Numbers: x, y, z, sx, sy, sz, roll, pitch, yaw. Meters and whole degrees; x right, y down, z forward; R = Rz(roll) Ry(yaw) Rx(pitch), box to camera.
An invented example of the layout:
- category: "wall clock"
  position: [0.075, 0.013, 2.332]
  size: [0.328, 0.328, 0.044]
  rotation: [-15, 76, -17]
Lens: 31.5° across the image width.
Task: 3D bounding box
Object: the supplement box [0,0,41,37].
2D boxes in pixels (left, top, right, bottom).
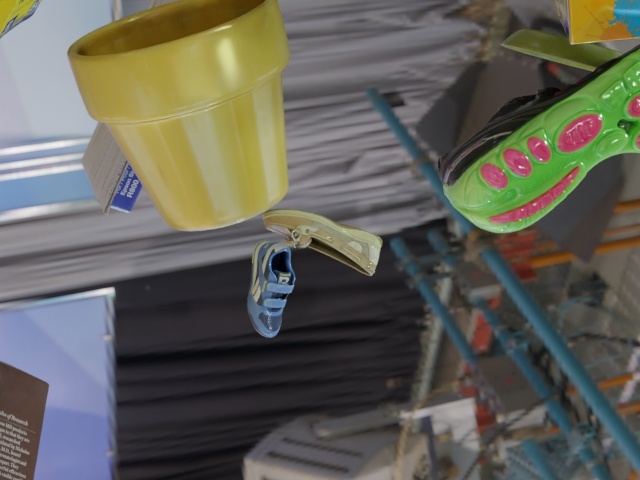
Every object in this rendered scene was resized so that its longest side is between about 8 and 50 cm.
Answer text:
- category: "supplement box"
  position: [-0.552, -0.565, 2.029]
  size: [0.356, 0.195, 0.194]
  rotation: [-50, -170, 29]

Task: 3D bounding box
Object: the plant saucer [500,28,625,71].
- category: "plant saucer"
  position: [0.414, -0.305, 1.847]
  size: [0.241, 0.241, 0.037]
  rotation: [-144, -114, -64]

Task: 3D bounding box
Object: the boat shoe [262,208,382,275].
- category: "boat shoe"
  position: [0.000, 0.001, 1.393]
  size: [0.056, 0.153, 0.048]
  rotation: [147, -41, -69]

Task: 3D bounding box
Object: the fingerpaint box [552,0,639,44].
- category: "fingerpaint box"
  position: [0.494, -0.398, 1.516]
  size: [0.445, 0.371, 0.163]
  rotation: [-71, 155, -68]

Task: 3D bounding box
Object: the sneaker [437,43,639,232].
- category: "sneaker"
  position: [0.382, -0.187, 1.718]
  size: [0.202, 0.482, 0.185]
  rotation: [37, -31, 56]

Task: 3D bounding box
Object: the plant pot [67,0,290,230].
- category: "plant pot"
  position: [-0.146, -0.151, 1.362]
  size: [0.254, 0.254, 0.239]
  rotation: [-140, -148, -62]

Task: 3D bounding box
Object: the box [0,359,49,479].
- category: "box"
  position: [-0.570, 0.396, 1.807]
  size: [0.143, 0.191, 0.381]
  rotation: [42, 42, -47]

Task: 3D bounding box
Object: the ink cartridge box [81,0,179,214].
- category: "ink cartridge box"
  position: [-0.262, -0.214, 1.750]
  size: [0.324, 0.071, 0.330]
  rotation: [-64, -155, 9]

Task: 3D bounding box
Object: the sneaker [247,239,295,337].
- category: "sneaker"
  position: [-0.070, 0.071, 1.663]
  size: [0.059, 0.053, 0.144]
  rotation: [-2, -93, 49]
